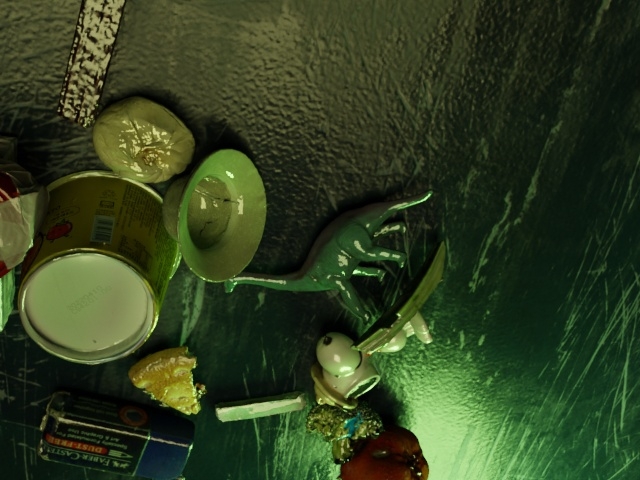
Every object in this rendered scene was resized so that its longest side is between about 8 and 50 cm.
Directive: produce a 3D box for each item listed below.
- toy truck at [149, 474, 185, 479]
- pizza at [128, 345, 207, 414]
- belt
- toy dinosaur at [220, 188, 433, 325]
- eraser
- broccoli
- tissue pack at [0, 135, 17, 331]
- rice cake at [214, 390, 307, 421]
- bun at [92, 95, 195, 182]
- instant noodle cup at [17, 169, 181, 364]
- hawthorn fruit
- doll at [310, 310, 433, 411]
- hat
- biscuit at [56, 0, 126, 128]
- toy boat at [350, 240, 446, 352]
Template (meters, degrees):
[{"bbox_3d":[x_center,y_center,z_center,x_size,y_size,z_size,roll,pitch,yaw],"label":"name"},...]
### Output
[{"bbox_3d":[-0.368,0.579,2.079,0.083,0.044,0.039,20,118,-18],"label":"toy truck"},{"bbox_3d":[-0.315,0.310,1.919,0.154,0.069,0.194,-24,126,7],"label":"pizza"},{"bbox_3d":[-0.627,-0.031,1.504,0.323,0.115,0.227,-10,118,5],"label":"belt"},{"bbox_3d":[0.000,0.000,1.772,0.331,0.129,0.383,21,114,-8],"label":"toy dinosaur"},{"bbox_3d":[-0.462,0.446,1.957,0.332,0.101,0.155,16,117,-15],"label":"eraser"},{"bbox_3d":[0.054,0.432,1.979,0.167,0.154,0.160,2,83,-16],"label":"broccoli"},{"bbox_3d":[-0.730,-0.024,1.637,0.288,0.124,0.394,7,119,-10],"label":"tissue pack"},{"bbox_3d":[-0.137,0.382,2.000,0.210,0.034,0.043,-8,112,-2],"label":"rice cake"},{"bbox_3d":[-0.328,-0.180,1.608,0.188,0.111,0.164,32,108,-19],"label":"bun"},{"bbox_3d":[-0.426,0.063,1.654,0.325,0.254,0.326,-4,120,-6],"label":"instant noodle cup"},{"bbox_3d":[0.124,0.545,2.050,0.243,0.207,0.207,-21,124,34],"label":"hawthorn fruit"},{"bbox_3d":[0.112,0.261,1.904,0.271,0.144,0.208,-15,134,-12],"label":"doll"},{"bbox_3d":[-0.229,-0.056,1.663,0.130,0.257,0.257,12,127,33],"label":"hat"},{"bbox_3d":[-0.376,-0.384,1.485,0.073,0.107,0.388,14,117,-14],"label":"biscuit"},{"bbox_3d":[0.178,0.127,1.805,0.055,0.093,0.293,41,81,-5],"label":"toy boat"}]
